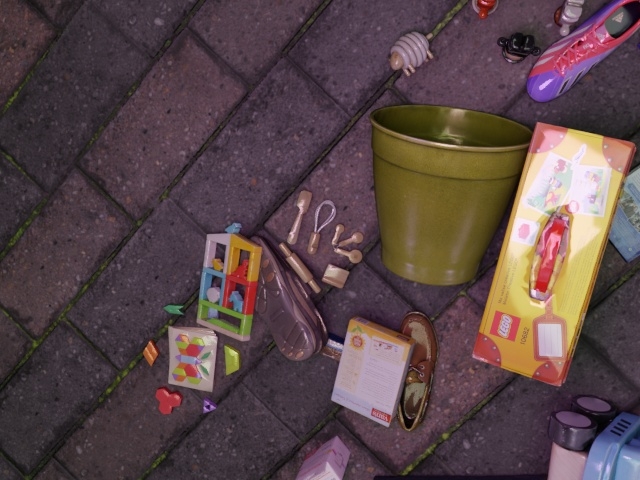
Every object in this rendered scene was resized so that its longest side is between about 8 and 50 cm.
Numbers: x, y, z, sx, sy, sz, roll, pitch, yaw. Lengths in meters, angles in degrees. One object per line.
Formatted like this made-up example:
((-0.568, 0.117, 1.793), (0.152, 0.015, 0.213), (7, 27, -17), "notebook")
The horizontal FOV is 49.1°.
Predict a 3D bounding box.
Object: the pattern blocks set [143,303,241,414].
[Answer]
((-0.364, 0.333, 1.974), (0.285, 0.026, 0.325), (-6, 99, 13), "pattern blocks set")

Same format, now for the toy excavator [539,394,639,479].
((0.799, 0.540, 1.649), (0.445, 0.433, 0.222), (15, 105, 38), "toy excavator")

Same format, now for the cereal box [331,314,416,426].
((0.132, 0.331, 1.775), (0.173, 0.047, 0.240), (21, 111, 24), "cereal box")

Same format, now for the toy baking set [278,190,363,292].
((-0.004, 0.006, 1.818), (0.197, 0.030, 0.256), (-43, 95, -3), "toy baking set")

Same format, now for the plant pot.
((0.277, -0.098, 1.616), (0.366, 0.366, 0.353), (9, 113, 10), "plant pot")

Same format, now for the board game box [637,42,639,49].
((0.922, -0.427, 1.535), (0.347, 0.078, 0.233), (-30, 93, 16), "board game box")

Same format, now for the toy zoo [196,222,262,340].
((-0.241, 0.098, 1.845), (0.192, 0.030, 0.293), (14, 99, 40), "toy zoo")

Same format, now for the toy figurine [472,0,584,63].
((0.470, -0.531, 1.583), (0.209, 0.148, 0.213), (-34, 90, 10), "toy figurine")

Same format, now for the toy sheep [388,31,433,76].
((0.219, -0.453, 1.676), (0.132, 0.091, 0.091), (-40, 91, -14), "toy sheep")

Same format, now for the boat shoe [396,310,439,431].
((0.247, 0.340, 1.806), (0.111, 0.104, 0.307), (0, 100, 13), "boat shoe")

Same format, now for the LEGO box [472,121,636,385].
((0.517, 0.010, 1.538), (0.193, 0.372, 0.500), (17, 103, 20), "LEGO box")

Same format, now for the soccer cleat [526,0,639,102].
((0.600, -0.437, 1.580), (0.318, 0.116, 0.108), (-40, 91, 15), "soccer cleat")

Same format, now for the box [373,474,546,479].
((0.340, 0.814, 1.686), (0.480, 0.472, 0.297), (-4, 99, 13), "box")

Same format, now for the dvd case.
((0.779, -0.091, 1.658), (0.253, 0.022, 0.180), (-38, 90, 16), "dvd case")

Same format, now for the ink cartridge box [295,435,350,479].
((0.004, 0.614, 1.859), (0.115, 0.198, 0.067), (-37, 91, 16), "ink cartridge box")

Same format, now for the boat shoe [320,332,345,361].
((0.084, 0.310, 1.861), (0.183, 0.066, 0.066), (25, 109, 17), "boat shoe")

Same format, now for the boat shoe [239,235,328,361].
((-0.096, 0.149, 1.833), (0.132, 0.130, 0.355), (-37, 70, 32), "boat shoe")
